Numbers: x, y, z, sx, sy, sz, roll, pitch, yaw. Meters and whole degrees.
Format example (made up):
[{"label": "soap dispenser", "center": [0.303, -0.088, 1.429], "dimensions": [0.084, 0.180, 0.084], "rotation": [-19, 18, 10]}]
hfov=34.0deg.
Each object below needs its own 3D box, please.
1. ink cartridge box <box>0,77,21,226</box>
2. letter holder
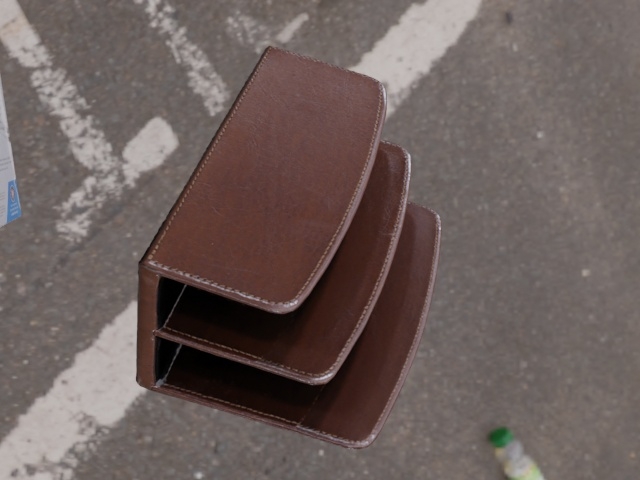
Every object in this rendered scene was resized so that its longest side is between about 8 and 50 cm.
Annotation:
[{"label": "ink cartridge box", "center": [-0.372, -0.105, 1.077], "dimensions": [0.082, 0.139, 0.190], "rotation": [-7, 99, -2]}, {"label": "letter holder", "center": [0.000, 0.000, 0.898], "dimensions": [0.152, 0.215, 0.301], "rotation": [101, 8, -45]}]
